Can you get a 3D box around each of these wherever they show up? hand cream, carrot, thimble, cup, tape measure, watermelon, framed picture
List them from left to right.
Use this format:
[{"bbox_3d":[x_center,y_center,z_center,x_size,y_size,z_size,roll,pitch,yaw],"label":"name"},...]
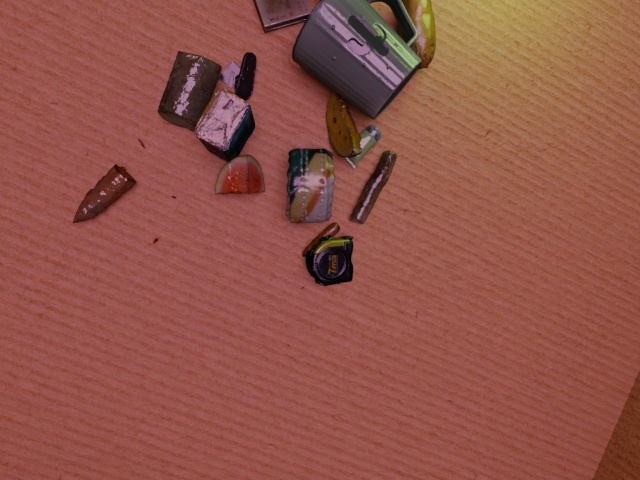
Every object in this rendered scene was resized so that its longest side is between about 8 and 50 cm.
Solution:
[{"bbox_3d":[-0.786,-0.154,1.538,0.263,0.102,0.102,-45,99,-3],"label":"carrot"},{"bbox_3d":[-0.336,-0.628,1.628,0.066,0.006,0.089,41,86,-9],"label":"framed picture"},{"bbox_3d":[-0.305,-0.224,1.593,0.145,0.193,0.137,-1,51,18],"label":"watermelon"},{"bbox_3d":[-0.042,-0.193,1.578,0.167,0.254,0.289,2,119,-6],"label":"thimble"},{"bbox_3d":[0.000,0.000,1.698,0.191,0.047,0.047,-41,98,-3],"label":"carrot"},{"bbox_3d":[0.033,0.073,1.659,0.186,0.112,0.199,-3,98,-21],"label":"tape measure"},{"bbox_3d":[0.089,-0.428,1.637,0.122,0.129,0.302,-14,69,0],"label":"watermelon"},{"bbox_3d":[0.164,-0.382,1.705,0.175,0.046,0.095,-44,100,2],"label":"hand cream"},{"bbox_3d":[0.154,-0.688,1.509,0.392,0.310,0.401,41,111,-1],"label":"cup"}]

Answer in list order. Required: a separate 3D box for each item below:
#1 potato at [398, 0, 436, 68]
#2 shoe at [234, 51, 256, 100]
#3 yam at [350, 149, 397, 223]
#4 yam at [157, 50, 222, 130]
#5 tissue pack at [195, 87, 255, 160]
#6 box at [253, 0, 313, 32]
[{"bbox_3d":[0.368,-0.814,1.648,0.140,0.173,0.301,-10,101,-3],"label":"potato"},{"bbox_3d":[-0.287,-0.613,1.613,0.071,0.049,0.179,3,106,-45],"label":"shoe"},{"bbox_3d":[0.213,-0.210,1.709,0.071,0.067,0.318,28,88,-37],"label":"yam"},{"bbox_3d":[-0.468,-0.542,1.539,0.161,0.161,0.268,21,92,-10],"label":"yam"},{"bbox_3d":[-0.330,-0.393,1.511,0.133,0.271,0.192,28,87,-6],"label":"tissue pack"},{"bbox_3d":[-0.140,-0.886,1.620,0.201,0.058,0.141,-21,96,-8],"label":"box"}]
